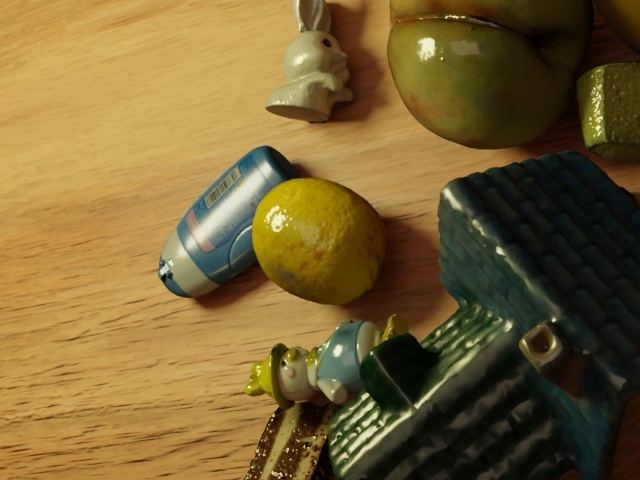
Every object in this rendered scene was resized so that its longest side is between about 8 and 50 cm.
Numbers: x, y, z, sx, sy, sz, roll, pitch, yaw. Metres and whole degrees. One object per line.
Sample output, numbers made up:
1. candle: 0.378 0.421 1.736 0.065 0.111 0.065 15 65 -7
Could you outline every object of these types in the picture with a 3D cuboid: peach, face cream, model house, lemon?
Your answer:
1. peach: 0.216 -0.263 1.804 0.292 0.247 0.292 -9 80 57
2. face cream: -0.139 -0.017 2.051 0.264 0.083 0.149 -43 54 14
3. model house: 0.223 0.135 1.554 0.445 0.400 0.395 -44 57 14
4. lemon: 0.000 0.000 1.902 0.207 0.170 0.170 22 86 30

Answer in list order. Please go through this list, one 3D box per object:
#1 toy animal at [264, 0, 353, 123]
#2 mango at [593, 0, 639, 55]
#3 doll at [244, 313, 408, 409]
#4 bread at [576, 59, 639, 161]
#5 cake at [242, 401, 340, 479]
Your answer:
1. toy animal: -0.001 -0.287 2.041 0.130 0.103 0.221 2 75 37
2. mango: 0.444 -0.386 1.723 0.211 0.173 0.317 19 91 -4
3. doll: 0.009 0.170 1.865 0.241 0.099 0.135 -15 64 22
4. bread: 0.384 -0.161 1.726 0.129 0.111 0.114 3 77 -3
5. cake: -0.035 0.351 1.874 0.112 0.135 0.246 -3 42 25
